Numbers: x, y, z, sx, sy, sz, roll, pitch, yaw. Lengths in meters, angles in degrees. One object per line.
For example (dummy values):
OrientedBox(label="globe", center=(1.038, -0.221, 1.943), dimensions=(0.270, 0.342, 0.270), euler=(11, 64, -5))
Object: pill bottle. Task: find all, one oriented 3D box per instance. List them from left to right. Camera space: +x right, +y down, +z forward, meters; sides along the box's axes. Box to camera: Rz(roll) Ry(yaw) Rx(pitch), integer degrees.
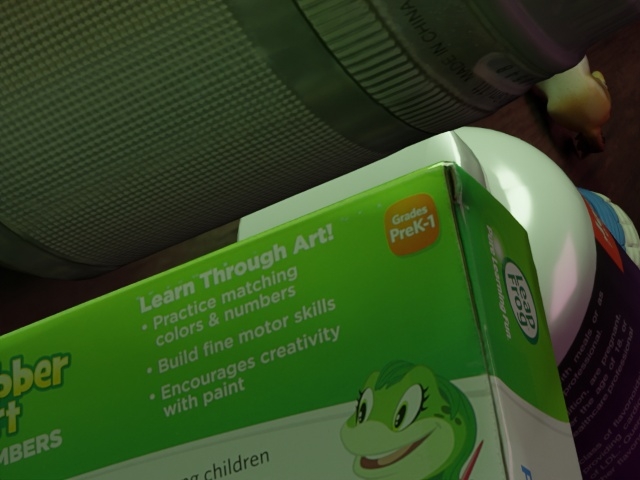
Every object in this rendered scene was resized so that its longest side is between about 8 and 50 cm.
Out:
OrientedBox(label="pill bottle", center=(0.095, 0.060, 0.812), dimensions=(0.323, 0.182, 0.181), euler=(43, 33, -46))

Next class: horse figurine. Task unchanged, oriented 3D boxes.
OrientedBox(label="horse figurine", center=(0.233, -0.181, 1.485), dimensions=(0.263, 0.066, 0.174), euler=(56, 20, -22))

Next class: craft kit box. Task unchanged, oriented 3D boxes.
OrientedBox(label="craft kit box", center=(-0.050, 0.136, 0.341), dimensions=(0.061, 0.250, 0.246), euler=(32, 43, -55))

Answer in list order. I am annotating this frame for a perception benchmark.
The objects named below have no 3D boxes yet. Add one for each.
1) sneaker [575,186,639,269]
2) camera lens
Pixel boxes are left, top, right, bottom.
OrientedBox(label="sneaker", center=(0.171, 0.094, 1.065), dimensions=(0.147, 0.130, 0.330), euler=(22, 45, -41))
OrientedBox(label="camera lens", center=(-0.040, -0.121, 0.552), dimensions=(0.219, 0.274, 0.219), euler=(48, 30, -40))
